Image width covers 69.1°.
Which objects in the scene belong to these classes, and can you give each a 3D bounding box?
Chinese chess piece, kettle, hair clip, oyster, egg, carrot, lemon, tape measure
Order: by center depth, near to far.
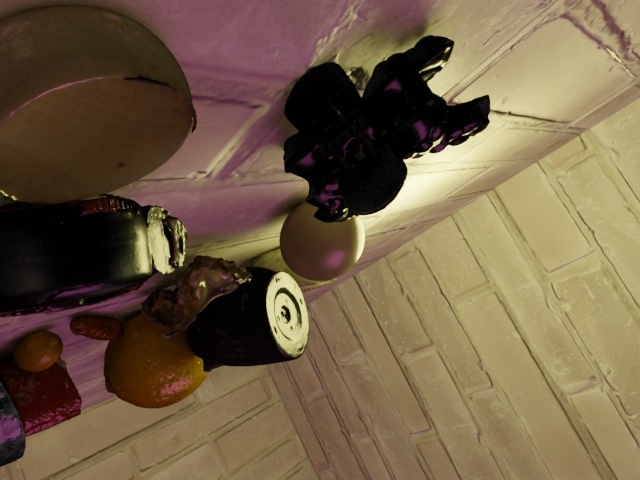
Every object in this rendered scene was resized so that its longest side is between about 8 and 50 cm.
[{"bbox_3d":[-0.205,-0.109,0.401,0.188,0.083,0.188,-29,169,-6],"label":"Chinese chess piece"},{"bbox_3d":[-0.292,0.012,0.536,0.202,0.135,0.223,-9,-179,18],"label":"tape measure"},{"bbox_3d":[0.071,-0.138,0.647,0.310,0.195,0.206,-35,173,30],"label":"hair clip"},{"bbox_3d":[-0.602,0.237,0.999,0.110,0.082,0.082,-28,168,9],"label":"lemon"},{"bbox_3d":[-0.279,0.108,1.034,0.238,0.115,0.351,-39,-172,-20],"label":"oyster"},{"bbox_3d":[0.000,0.000,1.057,0.186,0.186,0.242,-22,169,-23],"label":"egg"},{"bbox_3d":[-0.529,0.206,1.097,0.060,0.060,0.186,-27,166,-2],"label":"carrot"},{"bbox_3d":[-0.197,0.185,1.159,0.290,0.269,0.207,-17,142,23],"label":"kettle"},{"bbox_3d":[-0.435,0.313,1.263,0.293,0.293,0.293,-26,168,-6],"label":"lemon"}]

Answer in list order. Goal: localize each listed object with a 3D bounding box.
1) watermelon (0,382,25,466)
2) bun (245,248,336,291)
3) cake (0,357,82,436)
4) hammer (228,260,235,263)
[{"bbox_3d":[-0.712,0.342,0.944,0.320,0.289,0.213,-45,-152,-5],"label":"watermelon"},{"bbox_3d":[-0.091,0.089,1.358,0.287,0.146,0.287,-12,170,-2],"label":"bun"},{"bbox_3d":[-0.690,0.359,1.094,0.283,0.177,0.150,-23,173,41],"label":"cake"},{"bbox_3d":[-0.277,0.094,1.271,0.065,0.021,0.178,-14,160,-49],"label":"hammer"}]
